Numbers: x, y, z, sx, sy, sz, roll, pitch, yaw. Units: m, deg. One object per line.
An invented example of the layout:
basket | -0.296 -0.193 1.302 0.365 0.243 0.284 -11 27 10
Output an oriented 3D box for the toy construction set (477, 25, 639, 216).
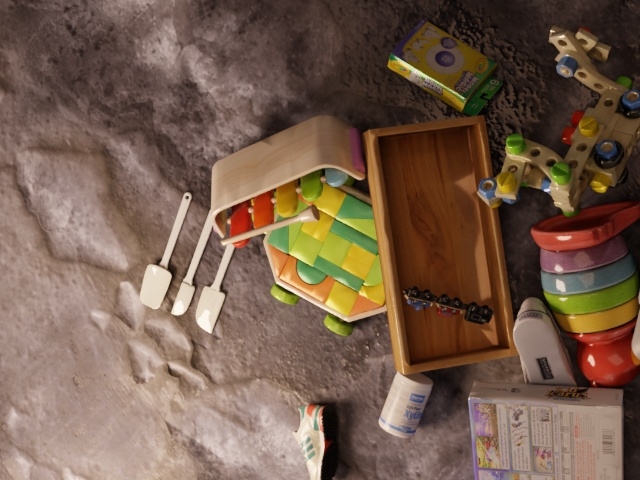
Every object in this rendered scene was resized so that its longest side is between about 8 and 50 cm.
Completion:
toy construction set | 0.406 -0.182 1.590 0.215 0.151 0.327 19 83 34

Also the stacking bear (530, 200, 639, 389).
stacking bear | 0.452 0.101 1.597 0.164 0.175 0.289 -6 103 45

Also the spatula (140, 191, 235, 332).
spatula | -0.245 0.038 1.894 0.168 0.019 0.242 23 101 17

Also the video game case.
video game case | 0.381 0.366 1.641 0.244 0.061 0.269 0 115 18

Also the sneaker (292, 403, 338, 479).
sneaker | -0.013 0.381 1.830 0.075 0.057 0.161 4 97 35

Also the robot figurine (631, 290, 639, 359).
robot figurine | 0.597 0.091 1.493 0.200 0.300 0.353 -2 66 54

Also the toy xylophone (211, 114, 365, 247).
toy xylophone | -0.076 -0.092 1.724 0.323 0.081 0.236 -14 53 28

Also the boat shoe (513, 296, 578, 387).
boat shoe | 0.385 0.212 1.650 0.095 0.084 0.258 -6 119 18

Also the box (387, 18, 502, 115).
box | 0.217 -0.293 1.674 0.179 0.043 0.105 35 63 11

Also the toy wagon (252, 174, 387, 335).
toy wagon | 0.000 0.000 1.783 0.344 0.068 0.267 28 102 14

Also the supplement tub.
supplement tub | 0.152 0.290 1.752 0.071 0.071 0.107 22 102 16

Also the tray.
tray | 0.202 0.006 1.673 0.203 0.076 0.411 -8 90 -9

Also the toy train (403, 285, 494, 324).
toy train | 0.210 0.110 1.625 0.158 0.027 0.036 15 98 -10
